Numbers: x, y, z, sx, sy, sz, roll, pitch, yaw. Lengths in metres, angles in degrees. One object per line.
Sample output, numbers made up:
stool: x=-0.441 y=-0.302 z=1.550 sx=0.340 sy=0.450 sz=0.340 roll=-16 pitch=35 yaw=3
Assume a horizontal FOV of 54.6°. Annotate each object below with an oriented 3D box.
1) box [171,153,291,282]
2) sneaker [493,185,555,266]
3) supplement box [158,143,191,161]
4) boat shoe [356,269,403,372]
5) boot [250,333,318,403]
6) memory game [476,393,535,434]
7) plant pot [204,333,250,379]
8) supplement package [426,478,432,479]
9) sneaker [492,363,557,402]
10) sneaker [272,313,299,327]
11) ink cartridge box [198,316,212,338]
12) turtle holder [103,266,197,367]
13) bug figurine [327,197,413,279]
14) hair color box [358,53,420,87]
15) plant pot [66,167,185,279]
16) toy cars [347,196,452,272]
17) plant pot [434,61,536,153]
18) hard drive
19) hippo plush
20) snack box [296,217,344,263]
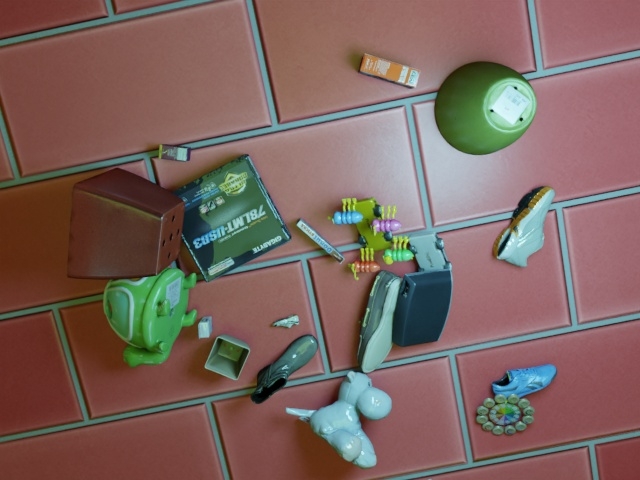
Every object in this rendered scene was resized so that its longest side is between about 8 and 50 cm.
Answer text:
box: x=-0.281 y=-0.066 z=1.871 sx=0.295 sy=0.073 sz=0.293 roll=-26 pitch=98 yaw=5
sneaker: x=0.638 y=-0.039 z=1.876 sx=0.121 sy=0.099 sz=0.262 roll=27 pitch=106 yaw=-12
supplement box: x=-0.433 y=-0.260 z=1.843 sx=0.083 sy=0.055 sz=0.043 roll=7 pitch=100 yaw=-2
boat shoe: x=0.176 y=0.250 z=1.915 sx=0.116 sy=0.097 sz=0.324 roll=-1 pitch=114 yaw=-45
boot: x=-0.104 y=0.402 z=1.906 sx=0.246 sy=0.161 sz=0.083 roll=-40 pitch=98 yaw=6
memory game: x=0.589 y=0.557 z=1.978 sx=0.186 sy=0.012 sz=0.186 roll=3 pitch=122 yaw=4
plant pot: x=-0.284 y=0.351 z=1.930 sx=0.109 sy=0.096 sz=0.109 roll=23 pitch=99 yaw=-5
supplement package: x=0.362 y=0.897 z=2.024 sx=0.105 sy=0.105 sz=0.179 roll=-27 pitch=99 yaw=4
sneaker: x=0.643 y=0.436 z=1.959 sx=0.209 sy=0.069 sz=0.082 roll=-27 pitch=110 yaw=6
sneaker: x=-0.108 y=0.261 z=1.947 sx=0.083 sy=0.032 sz=0.037 roll=-17 pitch=99 yaw=3
ink cartridge box: x=-0.357 y=0.271 z=1.921 sx=0.028 sy=0.083 sz=0.048 roll=-3 pitch=100 yaw=0
turtle holder: x=-0.513 y=0.213 z=1.859 sx=0.227 sy=0.243 sz=0.320 roll=14 pitch=139 yaw=12
bug figurine: x=0.151 y=0.002 z=1.807 sx=0.216 sy=0.072 sz=0.279 roll=-6 pitch=127 yaw=24
hair color box: x=0.197 y=-0.486 z=1.787 sx=0.167 sy=0.093 sz=0.053 roll=15 pitch=100 yaw=-2
plant pot: x=-0.529 y=-0.033 z=1.745 sx=0.236 sy=0.267 sz=0.267 roll=12 pitch=108 yaw=5
toy cars: x=0.246 y=-0.013 z=1.871 sx=0.393 sy=0.087 sz=0.176 roll=28 pitch=134 yaw=-7
plant pot: x=0.476 y=-0.368 z=1.708 sx=0.275 sy=0.293 sz=0.275 roll=0 pitch=100 yaw=0
hard drive: x=0.311 y=0.209 z=1.869 sx=0.172 sy=0.054 sz=0.255 roll=-5 pitch=121 yaw=-19
hippo plush: x=0.104 y=0.541 z=1.941 sx=0.294 sy=0.234 sz=0.236 roll=29 pitch=79 yaw=36
snack box: x=0.000 y=0.000 z=1.885 sx=0.178 sy=0.064 sz=0.022 roll=41 pitch=96 yaw=-7
